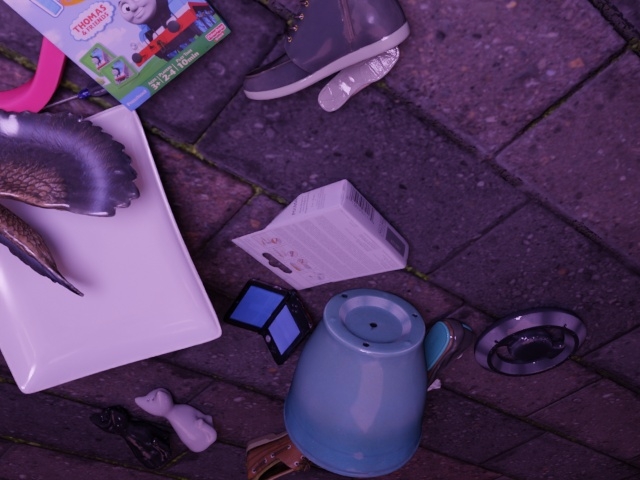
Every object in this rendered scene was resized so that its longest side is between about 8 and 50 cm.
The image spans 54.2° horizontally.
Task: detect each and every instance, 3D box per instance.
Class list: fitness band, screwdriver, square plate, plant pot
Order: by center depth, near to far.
[{"bbox_3d":[-0.393,-0.259,0.711,0.208,0.054,0.291,15,135,-24],"label":"fitness band"},{"bbox_3d":[-0.326,-0.185,0.820,0.169,0.024,0.025,-15,165,20],"label":"screwdriver"},{"bbox_3d":[-0.350,0.022,0.906,0.343,0.049,0.348,-17,100,12],"label":"square plate"},{"bbox_3d":[0.079,0.240,1.149,0.271,0.272,0.255,3,123,-9],"label":"plant pot"}]

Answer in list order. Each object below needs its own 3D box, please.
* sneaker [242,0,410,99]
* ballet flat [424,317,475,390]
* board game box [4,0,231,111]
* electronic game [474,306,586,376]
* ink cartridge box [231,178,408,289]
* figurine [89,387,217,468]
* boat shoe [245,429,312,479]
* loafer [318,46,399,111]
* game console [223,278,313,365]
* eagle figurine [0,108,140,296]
[{"bbox_3d":[-0.015,-0.256,0.743,0.221,0.083,0.118,-18,117,23],"label":"sneaker"},{"bbox_3d":[0.226,0.265,1.303,0.096,0.095,0.280,8,137,-31],"label":"ballet flat"},{"bbox_3d":[-0.224,-0.261,0.685,0.160,0.039,0.211,-36,138,10],"label":"board game box"},{"bbox_3d":[0.433,0.213,1.295,0.229,0.048,0.229,-3,136,-3],"label":"electronic game"},{"bbox_3d":[0.000,0.000,1.039,0.232,0.066,0.189,-11,142,38],"label":"ink cartridge box"},{"bbox_3d":[-0.373,0.412,1.407,0.214,0.092,0.209,-25,130,19],"label":"figurine"},{"bbox_3d":[-0.050,0.515,1.529,0.307,0.105,0.110,-30,131,25],"label":"boat shoe"},{"bbox_3d":[0.050,-0.216,0.813,0.125,0.039,0.045,-34,97,24],"label":"loafer"},{"bbox_3d":[-0.099,0.154,1.157,0.085,0.124,0.144,-6,145,-40],"label":"game console"},{"bbox_3d":[-0.411,-0.054,0.765,0.298,0.225,0.226,10,170,-41],"label":"eagle figurine"}]
